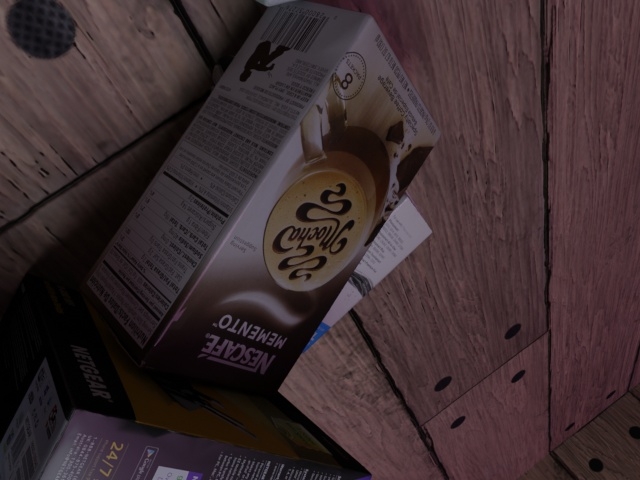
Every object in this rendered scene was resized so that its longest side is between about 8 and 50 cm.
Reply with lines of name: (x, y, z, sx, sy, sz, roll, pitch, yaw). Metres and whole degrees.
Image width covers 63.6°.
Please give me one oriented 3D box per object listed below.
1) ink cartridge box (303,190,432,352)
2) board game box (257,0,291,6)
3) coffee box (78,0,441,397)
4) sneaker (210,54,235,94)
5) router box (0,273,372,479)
ink cartridge box: (0.000, 0.000, 0.585, 0.203, 0.148, 0.086, -42, 138, 4)
board game box: (0.066, -0.330, 0.397, 0.303, 0.097, 0.224, -21, 133, -22)
coffee box: (-0.041, -0.029, 0.454, 0.297, 0.119, 0.168, -57, 142, -2)
sneaker: (-0.068, -0.087, 0.527, 0.082, 0.071, 0.191, -10, 130, -36)
router box: (-0.142, 0.141, 0.457, 0.243, 0.308, 0.081, 30, 84, -35)
